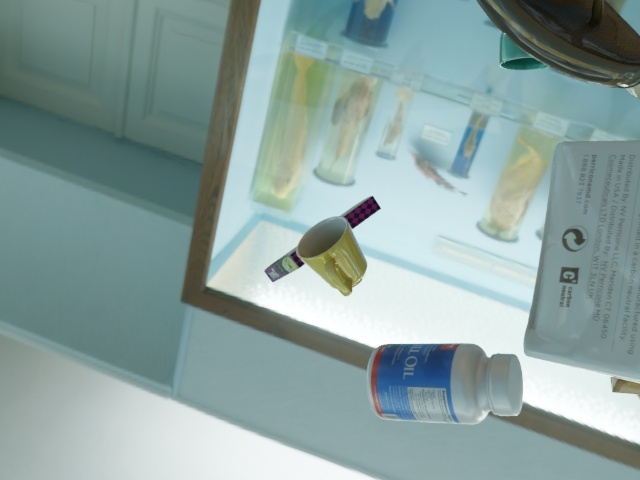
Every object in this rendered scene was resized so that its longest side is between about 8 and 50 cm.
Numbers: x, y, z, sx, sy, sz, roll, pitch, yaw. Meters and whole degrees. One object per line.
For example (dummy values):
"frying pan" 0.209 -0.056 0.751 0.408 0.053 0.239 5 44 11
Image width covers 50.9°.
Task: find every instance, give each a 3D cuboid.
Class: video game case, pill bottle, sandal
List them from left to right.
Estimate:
"video game case" 0.000 0.000 1.469 0.232 0.210 0.041 -36 -88 -23
"pill bottle" 0.194 0.221 1.049 0.222 0.124 0.124 -6 -162 29
"sandal" 0.123 -0.183 0.391 0.090 0.060 0.219 -21 -103 -32

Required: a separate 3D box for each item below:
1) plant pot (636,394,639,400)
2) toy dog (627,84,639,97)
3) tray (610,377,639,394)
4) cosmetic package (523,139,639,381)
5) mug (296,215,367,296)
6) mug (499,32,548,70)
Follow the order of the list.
"plant pot" 0.805 0.325 1.545 0.188 0.205 0.205 44 -148 -1
"toy dog" 0.547 -0.266 0.817 0.161 0.334 0.220 52 -158 3
"tray" 0.694 0.119 1.389 0.203 0.076 0.410 2 -129 12
"cosmetic package" 0.554 0.063 1.010 0.328 0.329 0.394 5 170 41
"mug" 0.014 0.024 0.700 0.062 0.064 0.078 -8 -140 40
"mug" 0.473 -0.451 1.549 0.130 0.097 0.158 0 -178 -10
